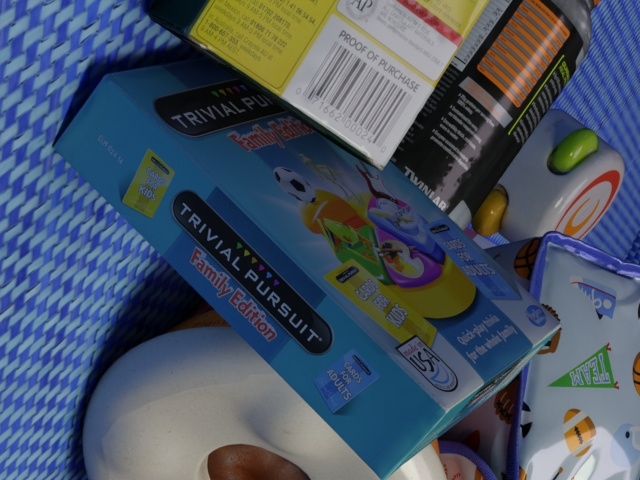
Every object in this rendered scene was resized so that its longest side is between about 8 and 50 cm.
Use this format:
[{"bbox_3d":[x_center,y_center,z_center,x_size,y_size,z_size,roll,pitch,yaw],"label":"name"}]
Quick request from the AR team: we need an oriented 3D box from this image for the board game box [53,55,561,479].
[{"bbox_3d":[0.000,0.000,1.304,0.079,0.336,0.254,-50,168,25],"label":"board game box"}]

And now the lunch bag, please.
[{"bbox_3d":[0.178,0.209,1.828,0.328,0.239,0.385,-13,-117,59],"label":"lunch bag"}]

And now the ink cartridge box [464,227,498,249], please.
[{"bbox_3d":[0.223,0.125,2.305,0.117,0.283,0.207,-43,159,-40],"label":"ink cartridge box"}]

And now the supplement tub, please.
[{"bbox_3d":[0.124,-0.160,1.637,0.316,0.194,0.193,-54,164,-9],"label":"supplement tub"}]

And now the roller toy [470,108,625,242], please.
[{"bbox_3d":[0.313,-0.079,2.431,0.209,0.146,0.191,-55,156,13],"label":"roller toy"}]

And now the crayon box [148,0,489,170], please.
[{"bbox_3d":[0.046,-0.238,1.271,0.202,0.081,0.318,33,91,-32],"label":"crayon box"}]

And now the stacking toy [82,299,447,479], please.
[{"bbox_3d":[0.007,0.109,1.726,0.480,0.351,0.350,-62,173,-50],"label":"stacking toy"}]
